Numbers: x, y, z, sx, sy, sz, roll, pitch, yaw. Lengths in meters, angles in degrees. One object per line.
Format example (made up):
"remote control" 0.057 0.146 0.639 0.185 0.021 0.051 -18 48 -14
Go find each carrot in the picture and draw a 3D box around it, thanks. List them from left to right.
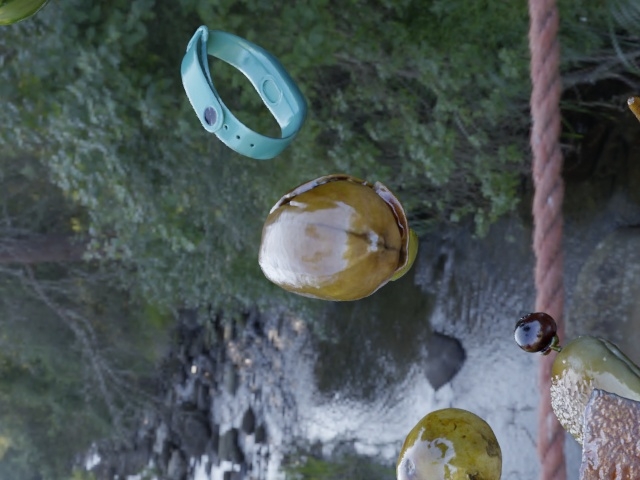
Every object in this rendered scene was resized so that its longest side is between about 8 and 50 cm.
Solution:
"carrot" 0.643 -0.218 1.606 0.043 0.248 0.043 -20 58 36

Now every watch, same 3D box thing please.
"watch" -0.124 -0.236 1.332 0.068 0.195 0.237 -44 71 41

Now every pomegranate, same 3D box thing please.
"pomegranate" 0.304 0.521 1.972 0.260 0.260 0.260 -174 90 -74

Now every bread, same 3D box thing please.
"bread" 0.515 0.301 1.449 0.314 0.171 0.192 52 -179 27

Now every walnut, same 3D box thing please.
"walnut" 0.000 0.000 1.369 0.336 0.209 0.209 -8 75 52

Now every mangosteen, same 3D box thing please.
"mangosteen" 0.389 0.169 1.516 0.081 0.081 0.081 -174 90 -74

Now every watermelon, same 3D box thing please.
"watermelon" 0.417 0.285 1.087 0.207 0.202 0.136 -30 44 23

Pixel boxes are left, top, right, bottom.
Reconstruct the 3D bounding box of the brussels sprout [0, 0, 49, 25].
"brussels sprout" -0.668 -0.570 1.631 0.371 0.315 0.276 -41 6 23

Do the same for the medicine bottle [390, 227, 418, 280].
"medicine bottle" 0.074 -0.015 1.616 0.124 0.239 0.124 -49 -21 -26
